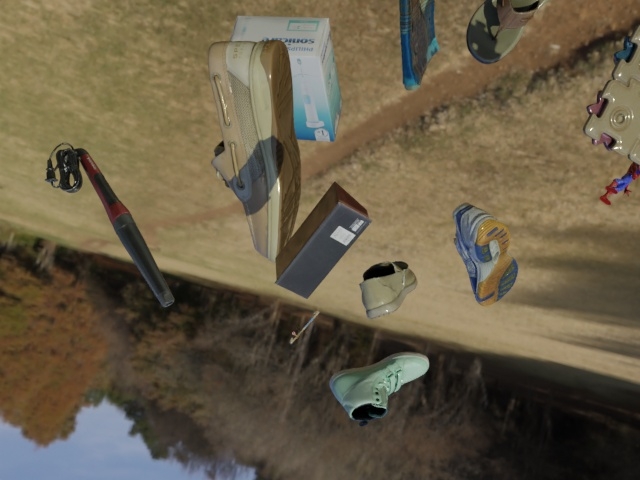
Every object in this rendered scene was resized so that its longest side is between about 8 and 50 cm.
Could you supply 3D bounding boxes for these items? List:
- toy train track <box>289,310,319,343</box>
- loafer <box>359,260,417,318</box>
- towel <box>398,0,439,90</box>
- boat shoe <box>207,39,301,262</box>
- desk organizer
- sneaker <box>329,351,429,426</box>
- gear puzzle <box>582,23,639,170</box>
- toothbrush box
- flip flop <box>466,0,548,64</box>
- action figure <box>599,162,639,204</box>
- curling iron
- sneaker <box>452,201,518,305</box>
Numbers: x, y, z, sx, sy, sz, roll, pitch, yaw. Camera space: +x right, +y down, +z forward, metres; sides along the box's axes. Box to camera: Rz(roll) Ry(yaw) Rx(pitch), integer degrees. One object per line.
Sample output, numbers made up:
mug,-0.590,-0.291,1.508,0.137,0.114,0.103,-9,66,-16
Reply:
toy train track,-0.034,0.166,1.502,0.014,0.083,0.048,41,159,6
loafer,0.150,0.088,1.731,0.102,0.092,0.268,-18,-170,17
towel,0.217,-0.547,1.702,0.040,0.370,0.271,5,-147,18
boat shoe,-0.096,-0.125,1.129,0.110,0.341,0.121,5,-150,12
desk organizer,0.000,0.000,0.892,0.047,0.130,0.050,27,-152,-22
sneaker,0.165,0.362,1.868,0.256,0.094,0.151,-14,-145,-13
gear puzzle,0.515,-0.155,1.072,0.339,0.175,0.044,24,-174,-19
toothbrush box,-0.077,-0.373,1.814,0.216,0.126,0.295,4,151,13
flip flop,0.406,-0.484,1.586,0.112,0.277,0.080,46,-173,2
action figure,0.469,-0.091,1.188,0.030,0.115,0.038,33,139,25
curling iron,-0.281,-0.020,1.049,0.274,0.068,0.035,50,173,10
sneaker,0.372,0.028,1.786,0.131,0.112,0.296,49,162,41
